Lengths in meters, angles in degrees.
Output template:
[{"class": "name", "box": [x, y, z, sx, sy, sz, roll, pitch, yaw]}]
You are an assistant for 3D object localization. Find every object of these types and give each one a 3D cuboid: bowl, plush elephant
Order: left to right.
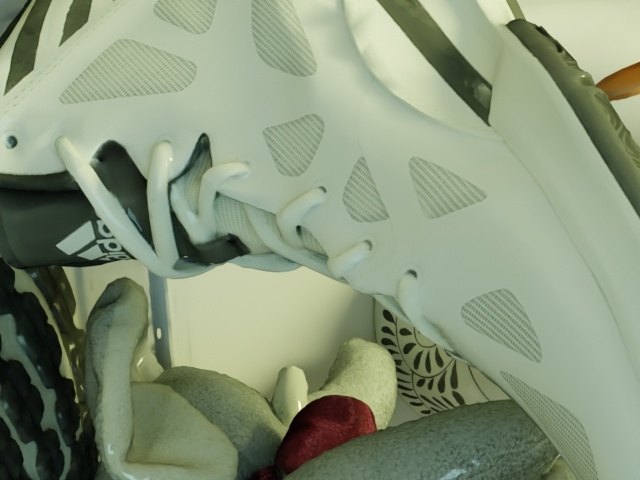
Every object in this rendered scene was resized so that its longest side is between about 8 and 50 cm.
[{"class": "plush elephant", "box": [0.002, 0.146, 0.839, 0.330, 0.255, 0.272, -21, 140, -27]}, {"class": "bowl", "box": [0.121, 0.046, 0.931, 0.170, 0.080, 0.170, -3, 105, -13]}]

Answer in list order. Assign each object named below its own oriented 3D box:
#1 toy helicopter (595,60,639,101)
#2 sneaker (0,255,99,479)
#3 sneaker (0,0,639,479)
[{"class": "toy helicopter", "box": [0.301, -0.079, 0.932, 0.235, 0.140, 0.355, 46, 76, -23]}, {"class": "sneaker", "box": [-0.260, 0.021, 0.823, 0.182, 0.158, 0.410, -23, 113, 25]}, {"class": "sneaker", "box": [0.000, 0.000, 0.742, 0.257, 0.448, 0.169, -30, 143, 3]}]
